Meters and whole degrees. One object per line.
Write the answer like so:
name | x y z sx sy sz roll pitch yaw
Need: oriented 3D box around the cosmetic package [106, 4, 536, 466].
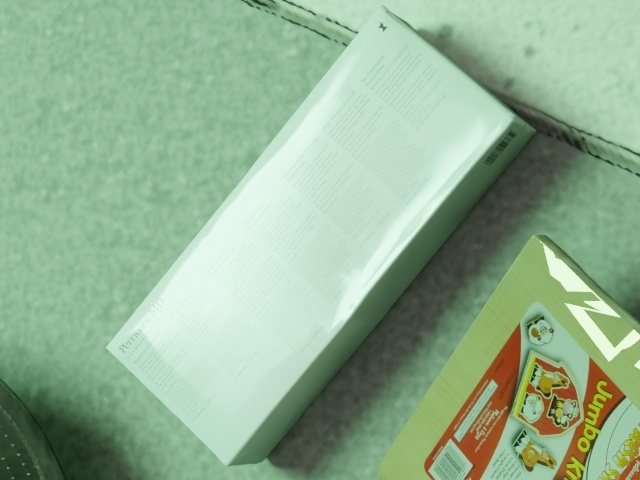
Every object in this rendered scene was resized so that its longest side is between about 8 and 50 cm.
cosmetic package | 0.000 0.000 0.990 0.099 0.060 0.239 42 100 16

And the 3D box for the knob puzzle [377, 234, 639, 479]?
knob puzzle | 0.131 0.122 0.911 0.213 0.030 0.213 2 93 44

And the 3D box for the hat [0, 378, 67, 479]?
hat | -0.288 0.192 1.040 0.331 0.134 0.331 0 87 1
